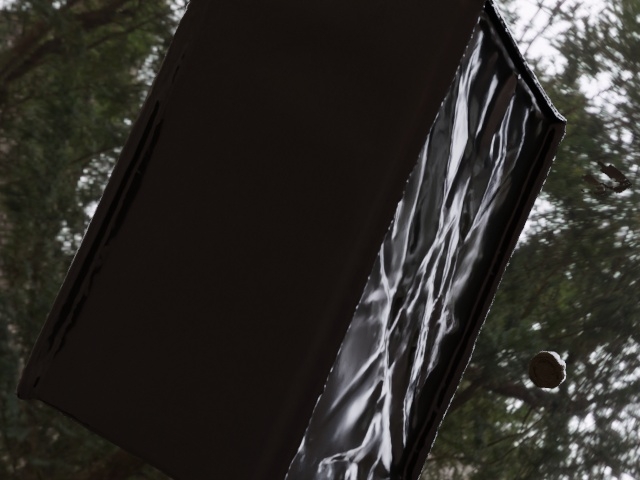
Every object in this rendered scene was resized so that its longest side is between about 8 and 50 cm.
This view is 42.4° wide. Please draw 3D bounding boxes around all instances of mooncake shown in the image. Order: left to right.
[{"bbox_3d":[0.384,0.049,1.241,0.150,0.057,0.347,35,-87,19],"label":"mooncake"}]

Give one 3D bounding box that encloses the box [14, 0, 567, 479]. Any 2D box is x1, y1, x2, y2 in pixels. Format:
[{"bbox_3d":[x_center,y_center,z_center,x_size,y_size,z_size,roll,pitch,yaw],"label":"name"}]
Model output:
[{"bbox_3d":[-0.001,0.000,0.593,0.204,0.251,0.345,23,-90,28],"label":"box"}]
